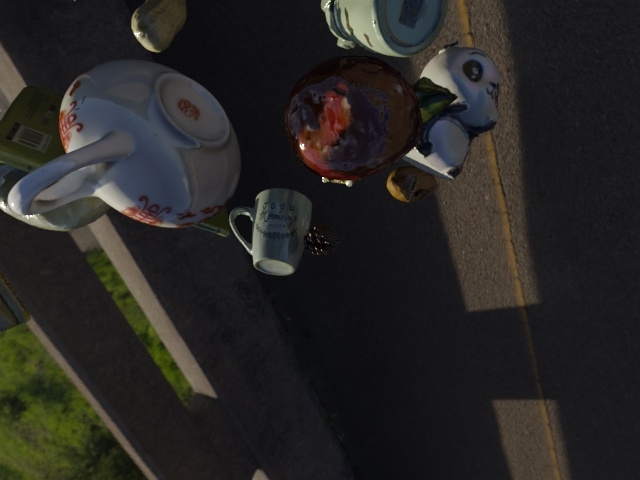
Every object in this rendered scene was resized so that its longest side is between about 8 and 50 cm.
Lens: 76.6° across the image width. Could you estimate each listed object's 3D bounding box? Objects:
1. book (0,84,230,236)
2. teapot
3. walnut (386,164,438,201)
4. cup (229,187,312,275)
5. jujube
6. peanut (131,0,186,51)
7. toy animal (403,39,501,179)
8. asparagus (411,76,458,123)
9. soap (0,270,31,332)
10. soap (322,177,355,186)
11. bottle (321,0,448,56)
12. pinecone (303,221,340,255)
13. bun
[{"bbox_3d":[-0.328,-0.131,0.692,0.351,0.239,0.035,22,116,-34],"label":"book"},{"bbox_3d":[-0.150,-0.084,0.361,0.116,0.245,0.160,-16,103,34],"label":"teapot"},{"bbox_3d":[0.320,-0.201,1.421,0.137,0.245,0.137,6,100,41],"label":"walnut"},{"bbox_3d":[-0.167,-0.024,1.282,0.257,0.234,0.186,7,154,0],"label":"cup"},{"bbox_3d":[0.064,-0.178,0.612,0.189,0.255,0.190,6,99,37],"label":"jujube"},{"bbox_3d":[-0.579,-0.799,1.462,0.152,0.314,0.152,8,147,5],"label":"peanut"},{"bbox_3d":[0.330,-0.346,1.068,0.250,0.251,0.310,32,96,1],"label":"toy animal"},{"bbox_3d":[0.145,-0.231,0.852,0.085,0.082,0.343,60,148,0],"label":"asparagus"},{"bbox_3d":[-0.585,0.065,0.669,0.037,0.092,0.252,42,146,42],"label":"soap"},{"bbox_3d":[0.071,-0.319,1.446,0.134,0.076,0.234,14,124,31],"label":"soap"},{"bbox_3d":[0.138,-0.601,1.030,0.228,0.352,0.230,-12,122,-20],"label":"bottle"},{"bbox_3d":[0.000,-0.004,1.185,0.109,0.102,0.102,-17,114,45],"label":"pinecone"},{"bbox_3d":[-0.584,-0.155,0.901,0.272,0.273,0.168,23,154,8],"label":"bun"}]
